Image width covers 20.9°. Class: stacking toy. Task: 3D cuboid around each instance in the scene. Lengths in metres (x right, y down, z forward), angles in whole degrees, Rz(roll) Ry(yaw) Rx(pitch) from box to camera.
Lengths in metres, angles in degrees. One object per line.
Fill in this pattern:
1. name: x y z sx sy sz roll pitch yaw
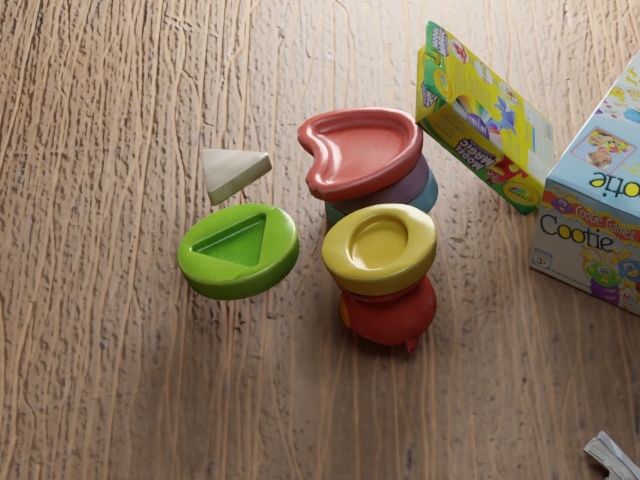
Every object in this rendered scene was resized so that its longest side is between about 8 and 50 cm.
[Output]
1. stacking toy: 0.000 0.000 1.905 0.279 0.130 0.309 -9 38 10

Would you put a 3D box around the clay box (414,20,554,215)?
1. clay box: 0.178 -0.141 1.972 0.222 0.053 0.127 37 38 -28

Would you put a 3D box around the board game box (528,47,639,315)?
1. board game box: 0.362 -0.074 1.949 0.144 0.142 0.275 25 50 18

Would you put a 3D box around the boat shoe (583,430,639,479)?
1. boat shoe: 0.299 0.235 1.729 0.035 0.035 0.100 -40 60 -2
